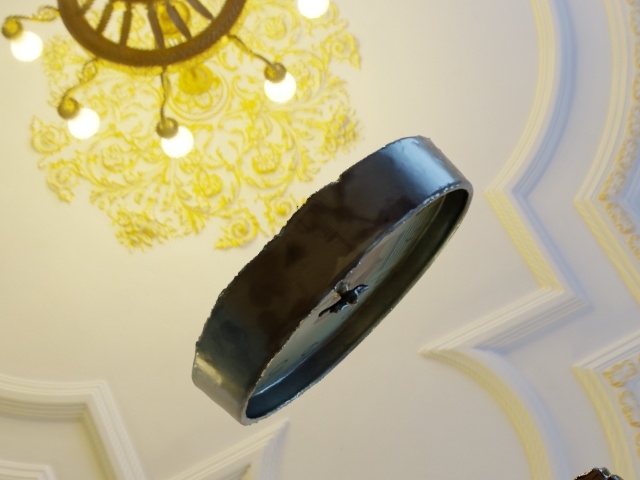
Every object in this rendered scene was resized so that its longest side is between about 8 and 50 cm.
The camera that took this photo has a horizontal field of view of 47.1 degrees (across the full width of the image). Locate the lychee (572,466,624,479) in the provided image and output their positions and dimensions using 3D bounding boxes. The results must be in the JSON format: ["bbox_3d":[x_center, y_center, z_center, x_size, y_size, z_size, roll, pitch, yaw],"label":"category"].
[{"bbox_3d":[0.257,0.278,0.501,0.261,0.260,0.260,0,-106,2],"label":"lychee"}]

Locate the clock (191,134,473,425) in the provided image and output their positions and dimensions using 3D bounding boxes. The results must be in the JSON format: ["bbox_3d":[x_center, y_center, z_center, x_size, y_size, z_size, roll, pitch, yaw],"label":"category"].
[{"bbox_3d":[0.018,0.043,0.705,0.325,0.325,0.067,-44,-106,-10],"label":"clock"}]

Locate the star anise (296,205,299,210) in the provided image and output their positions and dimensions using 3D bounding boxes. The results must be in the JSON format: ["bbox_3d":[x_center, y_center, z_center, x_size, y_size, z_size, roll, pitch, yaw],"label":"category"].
[{"bbox_3d":[-0.005,0.009,0.972,0.129,0.056,0.124,-39,-73,-36],"label":"star anise"}]
